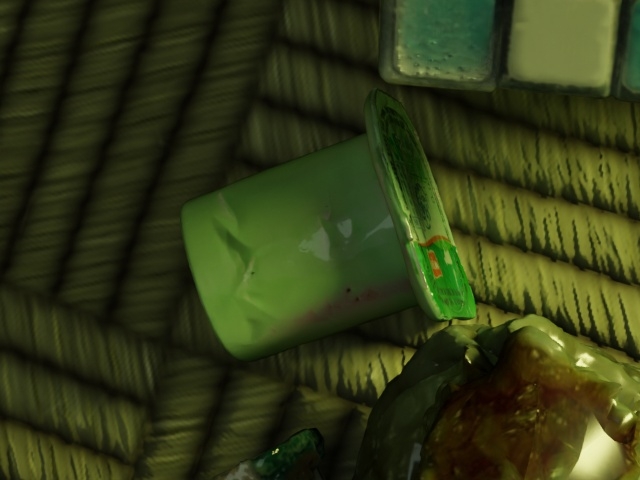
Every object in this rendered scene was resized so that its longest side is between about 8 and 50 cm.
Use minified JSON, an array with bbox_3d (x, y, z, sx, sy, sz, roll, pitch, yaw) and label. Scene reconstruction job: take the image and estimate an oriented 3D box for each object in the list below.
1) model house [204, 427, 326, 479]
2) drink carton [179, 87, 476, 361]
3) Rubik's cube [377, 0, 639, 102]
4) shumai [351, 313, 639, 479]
[{"bbox_3d":[-0.023,0.177,0.991,0.088,0.101,0.100,-27,83,3],"label":"model house"},{"bbox_3d":[0.000,0.000,0.988,0.142,0.146,0.144,-19,83,15],"label":"drink carton"},{"bbox_3d":[0.174,-0.232,0.878,0.253,0.259,0.256,7,117,9],"label":"Rubik's cube"},{"bbox_3d":[0.132,0.176,0.900,0.225,0.222,0.260,-43,97,8],"label":"shumai"}]
